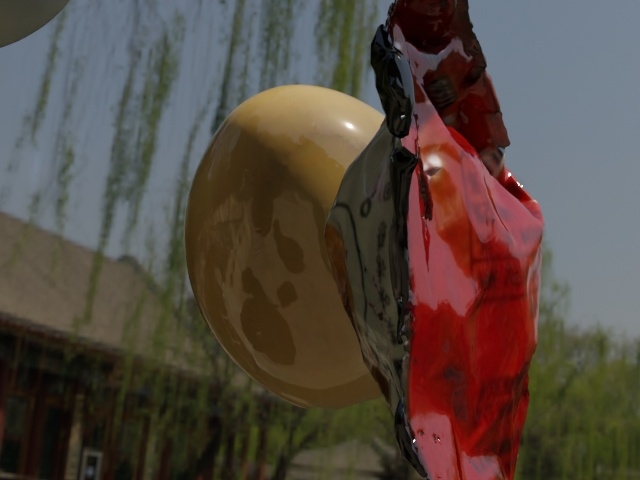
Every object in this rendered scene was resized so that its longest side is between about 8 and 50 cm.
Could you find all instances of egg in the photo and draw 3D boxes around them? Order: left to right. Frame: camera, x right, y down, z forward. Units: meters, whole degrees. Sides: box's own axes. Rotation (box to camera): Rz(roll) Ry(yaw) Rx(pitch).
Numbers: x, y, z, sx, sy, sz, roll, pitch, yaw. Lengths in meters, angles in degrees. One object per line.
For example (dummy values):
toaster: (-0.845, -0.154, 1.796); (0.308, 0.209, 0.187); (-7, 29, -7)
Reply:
egg: (0.000, 0.000, 0.839); (0.201, 0.201, 0.244); (-1, -52, 22)

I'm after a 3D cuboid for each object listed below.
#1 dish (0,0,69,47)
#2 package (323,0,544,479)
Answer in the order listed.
dish: (-0.251, -0.226, 0.716); (0.228, 0.236, 0.086); (-4, -8, -17)
package: (0.042, 0.051, 0.377); (0.071, 0.269, 0.194); (-5, 5, 15)
